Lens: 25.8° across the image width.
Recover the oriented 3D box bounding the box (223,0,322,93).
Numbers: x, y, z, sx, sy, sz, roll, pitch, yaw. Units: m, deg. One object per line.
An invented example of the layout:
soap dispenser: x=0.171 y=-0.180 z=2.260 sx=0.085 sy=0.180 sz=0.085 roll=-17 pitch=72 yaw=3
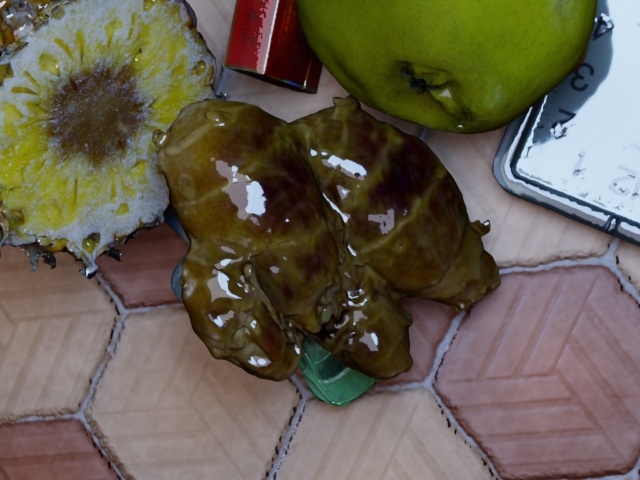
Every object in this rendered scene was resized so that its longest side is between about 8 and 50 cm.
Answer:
box: x=-0.037 y=-0.214 z=1.423 sx=0.048 sy=0.175 sz=0.112 roll=12 pitch=94 yaw=17

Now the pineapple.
pineapple: x=-0.298 y=-0.153 z=1.397 sx=0.300 sy=0.352 sz=0.352 roll=21 pitch=96 yaw=34

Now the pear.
pear: x=0.119 y=-0.279 z=1.340 sx=0.288 sy=0.287 sz=0.375 roll=-2 pitch=66 yaw=14

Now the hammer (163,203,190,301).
hammer: x=-0.151 y=-0.017 z=1.516 sx=0.194 sy=0.069 sz=0.116 roll=43 pitch=101 yaw=19

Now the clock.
clock: x=0.342 y=-0.133 z=1.391 sx=0.273 sy=0.049 sz=0.278 roll=24 pitch=96 yaw=14

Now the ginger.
ginger: x=0.010 y=-0.003 z=1.369 sx=0.358 sy=0.152 sz=0.274 roll=2 pitch=73 yaw=-27

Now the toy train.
toy train: x=-0.003 y=0.102 z=1.465 sx=0.099 sy=0.081 sz=0.149 roll=-38 pitch=81 yaw=11
